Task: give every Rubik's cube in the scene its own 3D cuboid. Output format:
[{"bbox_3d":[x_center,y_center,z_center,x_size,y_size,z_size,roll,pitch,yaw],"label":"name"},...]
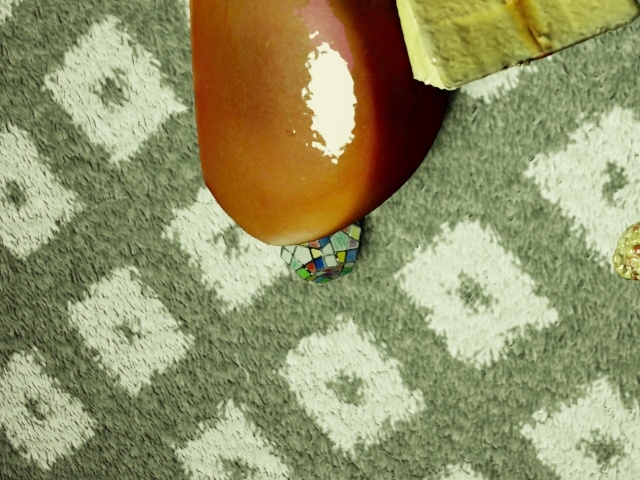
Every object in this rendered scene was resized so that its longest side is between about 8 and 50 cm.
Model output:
[{"bbox_3d":[0.000,0.000,2.126,0.111,0.093,0.111,12,117,24],"label":"Rubik's cube"}]

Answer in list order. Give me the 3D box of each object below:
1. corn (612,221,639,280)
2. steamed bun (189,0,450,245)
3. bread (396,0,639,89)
[{"bbox_3d":[0.436,-0.001,1.877,0.253,0.086,0.086,-9,108,34],"label":"corn"},{"bbox_3d":[0.011,-0.185,1.939,0.248,0.235,0.379,12,117,31],"label":"steamed bun"},{"bbox_3d":[0.191,-0.279,1.785,0.240,0.135,0.178,-20,107,-9],"label":"bread"}]
